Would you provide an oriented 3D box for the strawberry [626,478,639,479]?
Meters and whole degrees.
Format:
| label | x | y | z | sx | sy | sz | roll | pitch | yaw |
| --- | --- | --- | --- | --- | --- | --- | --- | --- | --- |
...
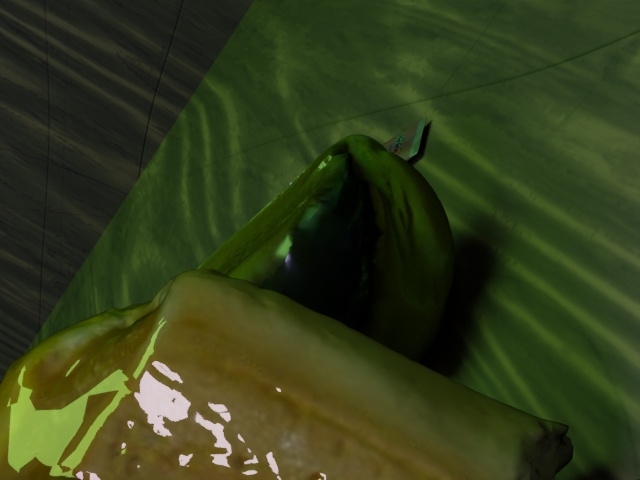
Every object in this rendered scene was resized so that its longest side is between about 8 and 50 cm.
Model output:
| label | x | y | z | sx | sy | sz | roll | pitch | yaw |
| --- | --- | --- | --- | --- | --- | --- | --- | --- | --- |
| strawberry | 0.254 | 0.163 | 0.555 | 0.253 | 0.150 | 0.280 | -55 | 41 | 6 |

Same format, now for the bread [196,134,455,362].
| label | x | y | z | sx | sy | sz | roll | pitch | yaw |
| --- | --- | --- | --- | --- | --- | --- | --- | --- | --- |
| bread | -0.027 | 0.079 | 1.374 | 0.376 | 0.208 | 0.251 | -45 | 14 | 36 |

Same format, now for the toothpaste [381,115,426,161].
| label | x | y | z | sx | sy | sz | roll | pitch | yaw |
| --- | --- | --- | --- | --- | --- | --- | --- | --- | --- |
| toothpaste | 0.057 | -0.080 | 1.722 | 0.194 | 0.043 | 0.067 | -35 | 26 | 41 |

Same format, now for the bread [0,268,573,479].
| label | x | y | z | sx | sy | sz | roll | pitch | yaw |
| --- | --- | --- | --- | --- | --- | --- | --- | --- | --- |
| bread | -0.065 | 0.222 | 0.958 | 0.250 | 0.394 | 0.361 | 98 | -162 | -66 |
